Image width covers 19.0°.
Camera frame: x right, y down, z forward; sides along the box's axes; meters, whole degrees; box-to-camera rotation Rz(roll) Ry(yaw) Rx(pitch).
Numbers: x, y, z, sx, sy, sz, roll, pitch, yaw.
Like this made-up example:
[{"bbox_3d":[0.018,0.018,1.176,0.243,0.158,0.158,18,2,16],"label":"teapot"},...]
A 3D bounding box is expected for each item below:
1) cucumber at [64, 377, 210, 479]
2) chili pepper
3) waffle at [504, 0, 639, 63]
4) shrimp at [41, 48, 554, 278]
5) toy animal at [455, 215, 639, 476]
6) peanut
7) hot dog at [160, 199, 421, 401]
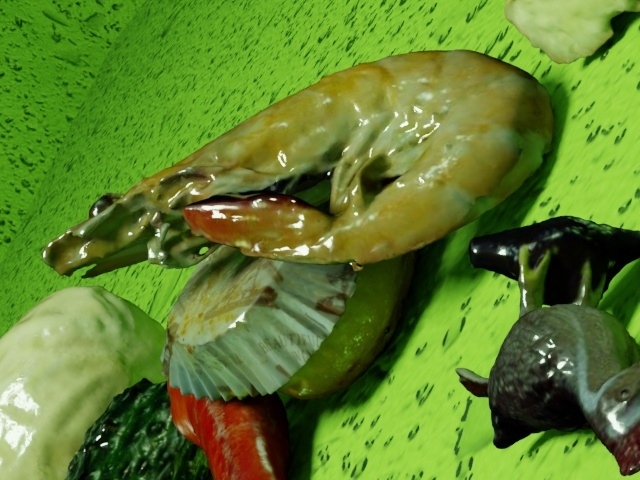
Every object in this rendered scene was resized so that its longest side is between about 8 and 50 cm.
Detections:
[{"bbox_3d":[-0.144,0.215,1.162,0.096,0.096,0.359,-43,21,47],"label":"cucumber"},{"bbox_3d":[-0.050,0.110,1.126,0.063,0.071,0.272,-20,18,-7],"label":"chili pepper"},{"bbox_3d":[0.198,-0.216,0.961,0.274,0.057,0.168,-41,21,52],"label":"waffle"},{"bbox_3d":[-0.011,-0.021,1.016,0.287,0.063,0.152,-23,40,3],"label":"shrimp"},{"bbox_3d":[0.100,0.049,0.754,0.202,0.070,0.105,-128,57,-73],"label":"toy animal"},{"bbox_3d":[-0.217,0.181,1.394,0.313,0.152,0.152,-55,13,4],"label":"peanut"},{"bbox_3d":[0.000,0.000,1.124,0.162,0.082,0.270,-21,28,36],"label":"hot dog"}]
